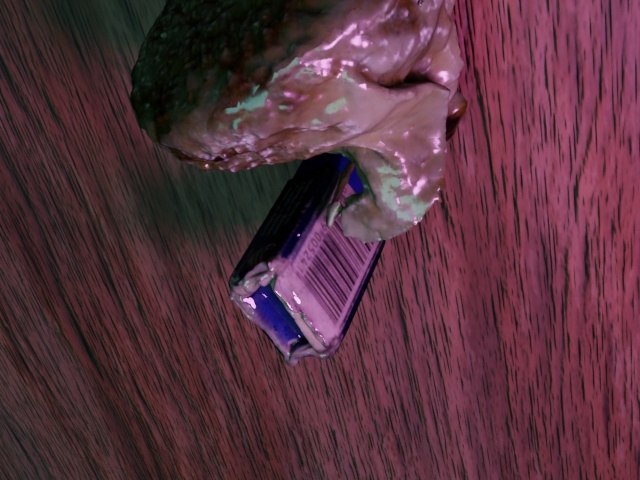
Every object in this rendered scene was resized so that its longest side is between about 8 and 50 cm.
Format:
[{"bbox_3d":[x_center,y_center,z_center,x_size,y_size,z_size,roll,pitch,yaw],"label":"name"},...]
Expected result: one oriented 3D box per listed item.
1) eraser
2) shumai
[{"bbox_3d":[0.000,0.000,1.237,0.102,0.332,0.155,-17,121,34],"label":"eraser"},{"bbox_3d":[0.021,-0.201,1.109,0.395,0.394,0.348,-19,141,33],"label":"shumai"}]
